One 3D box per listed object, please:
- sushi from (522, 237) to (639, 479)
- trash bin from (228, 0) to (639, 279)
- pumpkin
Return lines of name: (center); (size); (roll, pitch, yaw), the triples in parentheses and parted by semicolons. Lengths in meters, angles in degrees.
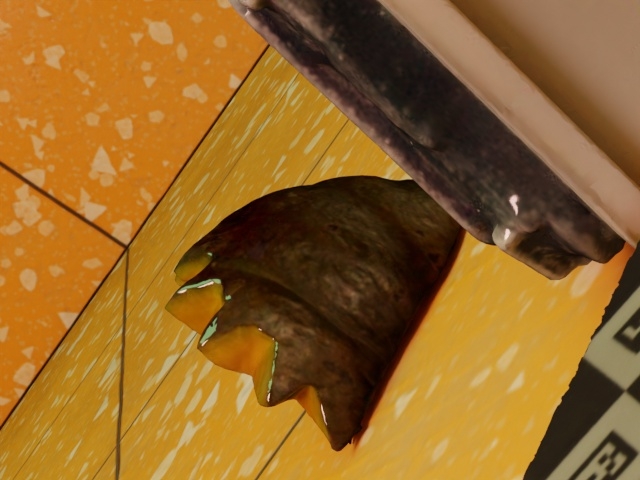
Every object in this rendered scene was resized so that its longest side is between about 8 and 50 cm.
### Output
sushi: (0.161, 0.027, 0.417); (0.231, 0.047, 0.219); (-29, 23, 55)
trash bin: (0.144, -0.199, 0.659); (0.367, 0.256, 0.296); (-45, 9, 13)
pumpkin: (0.000, 0.000, 0.915); (0.149, 0.130, 0.254); (-52, 11, 16)
